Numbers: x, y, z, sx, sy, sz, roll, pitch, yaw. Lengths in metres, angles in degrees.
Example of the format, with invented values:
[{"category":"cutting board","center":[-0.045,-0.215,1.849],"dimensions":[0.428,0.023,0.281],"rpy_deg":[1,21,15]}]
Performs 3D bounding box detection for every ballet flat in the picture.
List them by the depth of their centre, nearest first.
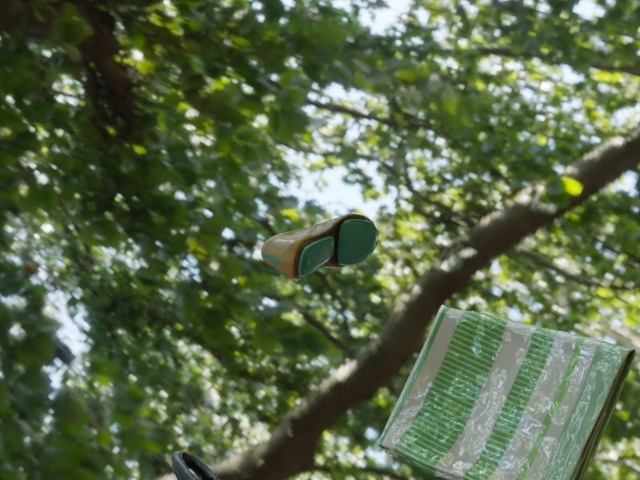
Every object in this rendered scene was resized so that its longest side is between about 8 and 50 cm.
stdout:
[{"category":"ballet flat","center":[0.000,0.000,1.515],"dimensions":[0.232,0.073,0.080],"rpy_deg":[-13,-65,-59]}]

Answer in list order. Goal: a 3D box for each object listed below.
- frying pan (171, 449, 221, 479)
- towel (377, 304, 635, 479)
[{"category":"frying pan","center":[0.013,0.234,0.679],"dimensions":[0.197,0.326,0.053],"rpy_deg":[22,-72,-19]},{"category":"towel","center":[0.237,0.221,1.469],"dimensions":[0.038,0.324,0.248],"rpy_deg":[36,-105,-38]}]
